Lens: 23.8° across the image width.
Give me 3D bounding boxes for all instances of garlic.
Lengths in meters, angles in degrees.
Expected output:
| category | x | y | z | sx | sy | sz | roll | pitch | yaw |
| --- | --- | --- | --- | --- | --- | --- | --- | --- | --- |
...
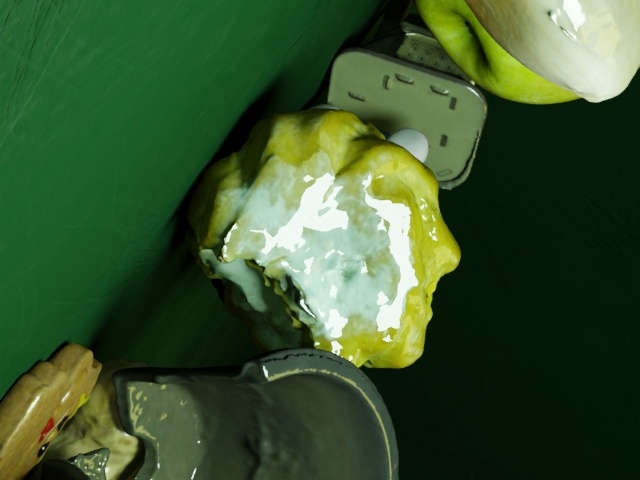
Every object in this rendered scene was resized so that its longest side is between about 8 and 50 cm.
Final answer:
| category | x | y | z | sx | sy | sz | roll | pitch | yaw |
| --- | --- | --- | --- | --- | --- | --- | --- | --- | --- |
| garlic | 0.224 | -0.307 | 1.524 | 0.249 | 0.313 | 0.286 | -55 | 180 | 37 |

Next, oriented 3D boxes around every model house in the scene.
| category | x | y | z | sx | sy | sz | roll | pitch | yaw |
| --- | --- | --- | --- | --- | --- | --- | --- | --- | --- |
| model house | 0.152 | -0.250 | 2.115 | 0.205 | 0.218 | 0.279 | 102 | 11 | -50 |

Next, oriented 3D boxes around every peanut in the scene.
| category | x | y | z | sx | sy | sz | roll | pitch | yaw |
| --- | --- | --- | --- | --- | --- | --- | --- | --- | --- |
| peanut | -0.261 | 0.240 | 1.715 | 0.253 | 0.122 | 0.137 | -58 | 168 | 7 |

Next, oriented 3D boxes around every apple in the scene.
| category | x | y | z | sx | sy | sz | roll | pitch | yaw |
| --- | --- | --- | --- | --- | --- | --- | --- | --- | --- |
| apple | 0.279 | -0.330 | 1.873 | 0.339 | 0.339 | 0.339 | -55 | 177 | -4 |

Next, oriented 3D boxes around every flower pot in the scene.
| category | x | y | z | sx | sy | sz | roll | pitch | yaw |
| --- | --- | --- | --- | --- | --- | --- | --- | --- | --- |
| flower pot | -0.125 | 0.274 | 1.578 | 0.379 | 0.251 | 0.379 | -14 | 110 | -44 |

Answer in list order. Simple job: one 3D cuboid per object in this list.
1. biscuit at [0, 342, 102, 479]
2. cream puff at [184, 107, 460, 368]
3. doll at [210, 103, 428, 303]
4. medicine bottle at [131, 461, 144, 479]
| category | x | y | z | sx | sy | sz | roll | pitch | yaw |
| --- | --- | --- | --- | --- | --- | --- | --- | --- | --- |
| biscuit | -0.282 | 0.184 | 1.501 | 0.186 | 0.044 | 0.295 | -57 | 178 | -5 |
| cream puff | 0.001 | -0.009 | 1.696 | 0.274 | 0.323 | 0.270 | -34 | -159 | -4 |
| doll | -0.003 | -0.008 | 1.979 | 0.310 | 0.284 | 0.240 | -48 | 131 | -35 |
| medicine bottle | -0.292 | 0.391 | 1.878 | 0.384 | 0.224 | 0.224 | -54 | 177 | -28 |
